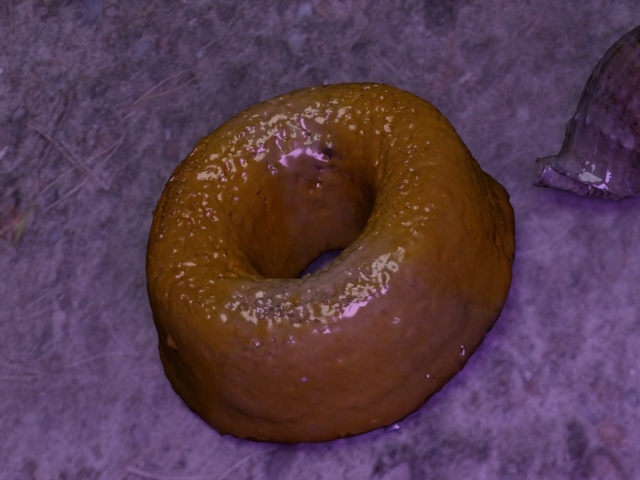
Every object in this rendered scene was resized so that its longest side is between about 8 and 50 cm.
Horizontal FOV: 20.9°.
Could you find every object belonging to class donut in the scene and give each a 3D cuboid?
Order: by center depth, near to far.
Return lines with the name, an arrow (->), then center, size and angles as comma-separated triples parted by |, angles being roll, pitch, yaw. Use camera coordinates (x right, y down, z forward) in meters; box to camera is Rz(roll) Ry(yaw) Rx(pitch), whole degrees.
donut -> 0.000, 0.002, 1.183 | 0.277, 0.108, 0.277 | -11, 45, 11

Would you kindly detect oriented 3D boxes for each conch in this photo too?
conch -> 0.244, -0.088, 1.204 | 0.207, 0.130, 0.155 | -32, 4, 22
